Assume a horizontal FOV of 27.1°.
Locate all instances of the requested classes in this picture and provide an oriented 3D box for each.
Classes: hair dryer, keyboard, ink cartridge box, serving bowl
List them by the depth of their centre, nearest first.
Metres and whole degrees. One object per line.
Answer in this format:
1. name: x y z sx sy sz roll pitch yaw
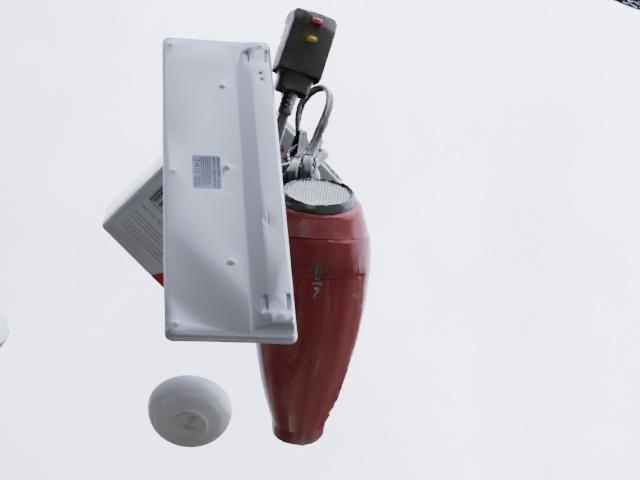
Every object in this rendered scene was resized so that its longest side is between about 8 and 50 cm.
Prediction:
1. keyboard: -0.059 -0.039 0.799 0.072 0.256 0.014 -2 -43 -6
2. hair dryer: 0.000 0.000 0.958 0.080 0.223 0.293 5 -105 4
3. ink cartridge box: -0.085 -0.039 1.180 0.176 0.127 0.128 -42 -79 4
4. serving bowl: -0.127 0.171 1.288 0.083 0.027 0.083 0 -58 -1

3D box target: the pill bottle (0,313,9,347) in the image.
1. pill bottle: -0.219 0.078 0.696 0.067 0.067 0.120 42 -77 -1

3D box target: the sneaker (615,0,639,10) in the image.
1. sneaker: 0.167 -0.161 0.556 0.081 0.232 0.090 22 -91 -5
